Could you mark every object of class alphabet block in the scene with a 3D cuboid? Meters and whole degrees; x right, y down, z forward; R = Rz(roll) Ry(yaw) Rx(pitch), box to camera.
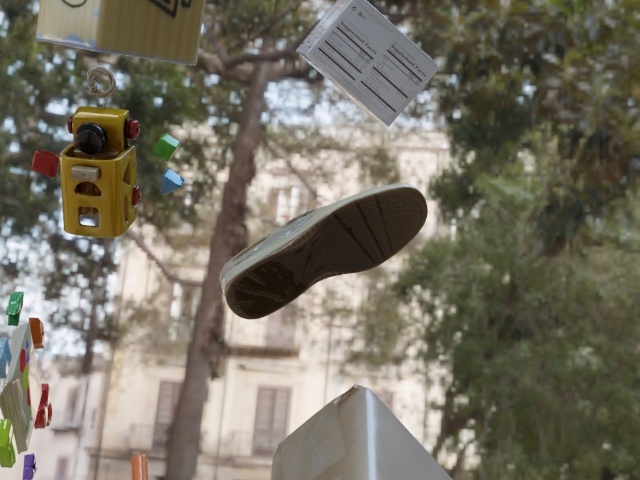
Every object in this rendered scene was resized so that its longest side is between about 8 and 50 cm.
[{"bbox_3d":[-0.301,-0.386,1.694,0.193,0.197,0.192,0,12,-46],"label":"alphabet block"}]

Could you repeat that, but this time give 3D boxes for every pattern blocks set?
[{"bbox_3d":[-0.484,0.242,1.777,0.026,0.285,0.325,1,-58,-2],"label":"pattern blocks set"}]

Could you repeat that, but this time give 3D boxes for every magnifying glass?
[{"bbox_3d":[-0.305,0.467,1.878,0.092,0.231,0.026,-18,-44,6],"label":"magnifying glass"}]

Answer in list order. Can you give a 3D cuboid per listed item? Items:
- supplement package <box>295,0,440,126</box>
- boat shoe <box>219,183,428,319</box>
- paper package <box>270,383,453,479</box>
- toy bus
[{"bbox_3d":[0.083,-0.342,2.074,0.204,0.145,0.262,40,6,-11],"label":"supplement package"},{"bbox_3d":[0.000,0.000,1.503,0.302,0.098,0.109,-29,-62,-2],"label":"boat shoe"},{"bbox_3d":[0.087,0.389,1.311,0.168,0.325,0.309,-38,-74,14],"label":"paper package"},{"bbox_3d":[-0.311,-0.102,1.527,0.191,0.104,0.202,-40,-78,21],"label":"toy bus"}]
